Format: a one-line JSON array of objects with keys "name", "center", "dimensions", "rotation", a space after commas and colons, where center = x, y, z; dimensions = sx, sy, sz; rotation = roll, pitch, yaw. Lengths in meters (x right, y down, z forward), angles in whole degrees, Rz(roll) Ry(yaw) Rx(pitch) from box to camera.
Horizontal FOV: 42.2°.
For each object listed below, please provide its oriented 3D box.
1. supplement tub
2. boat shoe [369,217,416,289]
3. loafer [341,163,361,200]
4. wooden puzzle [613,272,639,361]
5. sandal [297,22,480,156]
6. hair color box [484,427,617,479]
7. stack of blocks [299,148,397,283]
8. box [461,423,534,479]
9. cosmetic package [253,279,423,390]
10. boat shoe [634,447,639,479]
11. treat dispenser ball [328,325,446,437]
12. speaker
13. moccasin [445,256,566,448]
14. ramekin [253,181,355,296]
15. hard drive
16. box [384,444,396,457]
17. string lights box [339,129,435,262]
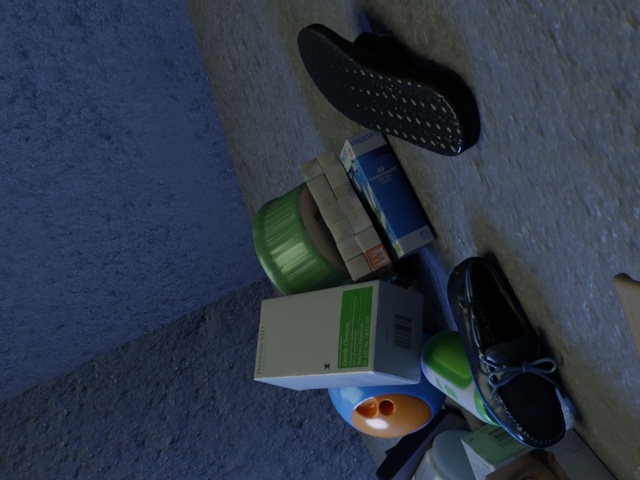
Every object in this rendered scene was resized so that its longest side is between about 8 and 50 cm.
[{"name": "supplement tub", "center": [0.283, 0.619, 1.904], "dimensions": [0.207, 0.207, 0.338], "rotation": [53, 133, 45]}, {"name": "boat shoe", "center": [0.120, -0.003, 1.914], "dimensions": [0.285, 0.102, 0.092], "rotation": [55, 137, 6]}, {"name": "loafer", "center": [0.086, -0.117, 1.931], "dimensions": [0.170, 0.061, 0.062], "rotation": [54, 164, 41]}, {"name": "wooden puzzle", "center": [0.461, 0.197, 0.862], "dimensions": [0.348, 0.080, 0.322], "rotation": [-141, 28, -76]}, {"name": "sandal", "center": [0.119, -0.266, 1.414], "dimensions": [0.445, 0.107, 0.168], "rotation": [36, 151, 42]}, {"name": "hair color box", "center": [0.432, 0.490, 1.329], "dimensions": [0.339, 0.185, 0.110], "rotation": [53, 164, 45]}, {"name": "stack of blocks", "center": [0.059, -0.044, 1.796], "dimensions": [0.297, 0.087, 0.171], "rotation": [64, -177, 18]}, {"name": "box", "center": [0.409, 0.526, 1.671], "dimensions": [0.311, 0.121, 0.148], "rotation": [68, 168, -16]}, {"name": "cosmetic package", "center": [0.035, 0.212, 1.786], "dimensions": [0.365, 0.155, 0.197], "rotation": [-14, 65, 43]}, {"name": "boat shoe", "center": [0.460, 0.315, 1.146], "dimensions": [0.190, 0.068, 0.072], "rotation": [77, 175, -47]}, {"name": "treat dispenser ball", "center": [0.157, 0.316, 1.946], "dimensions": [0.288, 0.288, 0.288], "rotation": [60, 168, 22]}, {"name": "speaker", "center": [0.296, 0.259, 1.600], "dimensions": [0.131, 0.131, 0.296], "rotation": [67, 169, -12]}, {"name": "moccasin", "center": [0.304, 0.187, 1.398], "dimensions": [0.342, 0.137, 0.117], "rotation": [61, 164, 17]}, {"name": "ramekin", "center": [0.000, 0.000, 1.997], "dimensions": [0.148, 0.303, 0.304], "rotation": [-34, 78, 36]}, {"name": "hard drive", "center": [0.245, 0.525, 2.088], "dimensions": [0.054, 0.255, 0.172], "rotation": [44, 171, -6]}, {"name": "box", "center": [0.298, 0.587, 2.163], "dimensions": [0.231, 0.183, 0.056], "rotation": [44, 158, 62]}, {"name": "string lights box", "center": [0.135, -0.092, 1.717], "dimensions": [0.260, 0.076, 0.133], "rotation": [64, 171, 7]}]
